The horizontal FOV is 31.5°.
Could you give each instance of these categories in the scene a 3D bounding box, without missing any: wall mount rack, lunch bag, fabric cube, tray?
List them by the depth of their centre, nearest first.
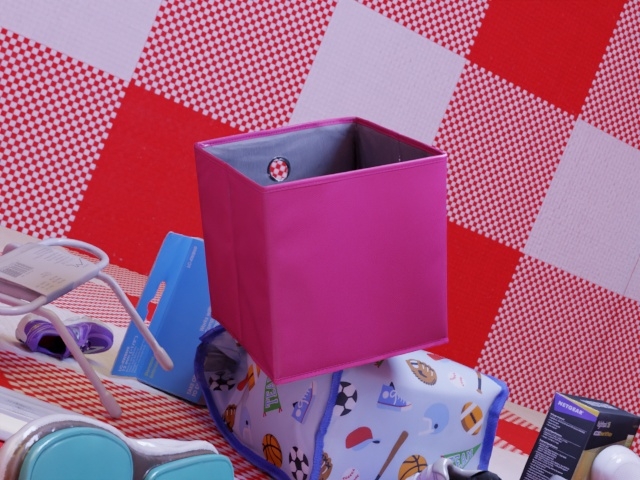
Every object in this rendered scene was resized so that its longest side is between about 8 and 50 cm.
[{"bbox_3d":[-0.348,0.198,1.291,0.270,0.030,0.145,22,2,-13],"label":"tray"},{"bbox_3d":[0.000,0.000,1.493,0.254,0.258,0.259,-13,22,-22],"label":"fabric cube"},{"bbox_3d":[-0.370,0.110,1.617,0.304,0.130,0.350,19,17,8],"label":"wall mount rack"},{"bbox_3d":[0.028,0.229,1.687,0.328,0.239,0.385,14,1,-32],"label":"lunch bag"}]

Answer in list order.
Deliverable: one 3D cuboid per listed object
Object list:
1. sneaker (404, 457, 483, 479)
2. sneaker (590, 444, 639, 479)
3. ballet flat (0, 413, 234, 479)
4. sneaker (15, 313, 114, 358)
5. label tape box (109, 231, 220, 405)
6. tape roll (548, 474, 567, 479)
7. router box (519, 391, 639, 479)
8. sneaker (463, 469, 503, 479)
[{"bbox_3d":[0.224,0.363,1.486,0.232,0.115,0.090,28,43,-8],"label":"sneaker"},{"bbox_3d":[0.544,0.458,1.790,0.292,0.108,0.169,57,-12,-24],"label":"sneaker"},{"bbox_3d":[-0.206,0.223,0.990,0.139,0.139,0.400,23,-3,21],"label":"ballet flat"},{"bbox_3d":[-0.393,0.161,1.768,0.170,0.068,0.071,8,25,-45],"label":"sneaker"},{"bbox_3d":[-0.155,0.144,1.868,0.115,0.249,0.348,22,1,33],"label":"label tape box"},{"bbox_3d":[0.384,0.425,1.571,0.219,0.072,0.219,42,-7,7],"label":"tape roll"},{"bbox_3d":[0.422,0.384,1.883,0.081,0.243,0.309,22,2,30],"label":"router box"},{"bbox_3d":[0.167,0.342,1.397,0.293,0.146,0.102,24,2,39],"label":"sneaker"}]
